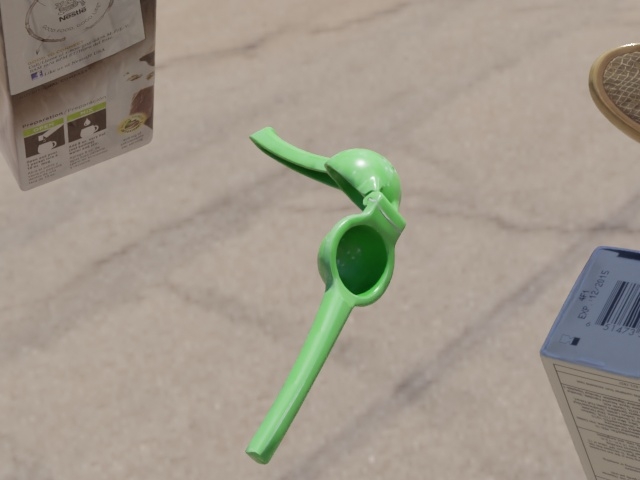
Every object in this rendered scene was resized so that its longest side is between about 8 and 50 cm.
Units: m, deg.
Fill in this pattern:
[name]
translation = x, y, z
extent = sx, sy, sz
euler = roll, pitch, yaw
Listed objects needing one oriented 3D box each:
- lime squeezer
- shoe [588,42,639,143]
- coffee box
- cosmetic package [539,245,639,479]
[lime squeezer]
translation = 0.000, 0.000, 0.985
extent = 0.110, 0.059, 0.310
euler = -14, 40, 10
[shoe]
translation = 0.269, -0.063, 1.004
extent = 0.219, 0.076, 0.058
euler = 20, -19, -4
[coffee box]
translation = -0.201, -0.192, 1.110
extent = 0.119, 0.297, 0.168
euler = -23, 67, -18
[cosmetic package]
translation = 0.309, 0.156, 1.342
extent = 0.153, 0.296, 0.129
euler = 11, 53, 33
